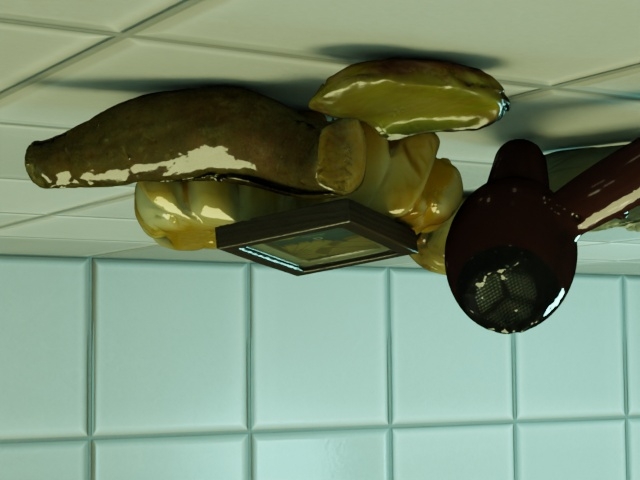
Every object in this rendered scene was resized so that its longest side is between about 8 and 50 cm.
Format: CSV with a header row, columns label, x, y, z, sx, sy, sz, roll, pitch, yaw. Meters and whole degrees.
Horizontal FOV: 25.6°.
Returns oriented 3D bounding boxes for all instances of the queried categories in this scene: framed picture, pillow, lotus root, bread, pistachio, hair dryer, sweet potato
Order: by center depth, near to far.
label,x,y,z,sx,sy,sz,roll,pitch,yaw
pistachio,0.066,-0.116,1.102,0.173,0.049,0.089,4,151,-26
sweet potato,-0.102,-0.082,1.181,0.285,0.085,0.112,2,-146,-7
framed picture,0.000,0.000,1.264,0.128,0.023,0.168,-12,166,22
hair dryer,0.271,-0.068,1.317,0.340,0.123,0.312,-33,-163,29
bread,-0.022,-0.057,1.329,0.311,0.121,0.173,-2,166,-10
pillow,0.299,-0.054,1.492,0.229,0.148,0.050,-2,135,40
lotus root,0.190,-0.008,2.004,0.220,0.118,0.125,5,141,-25
